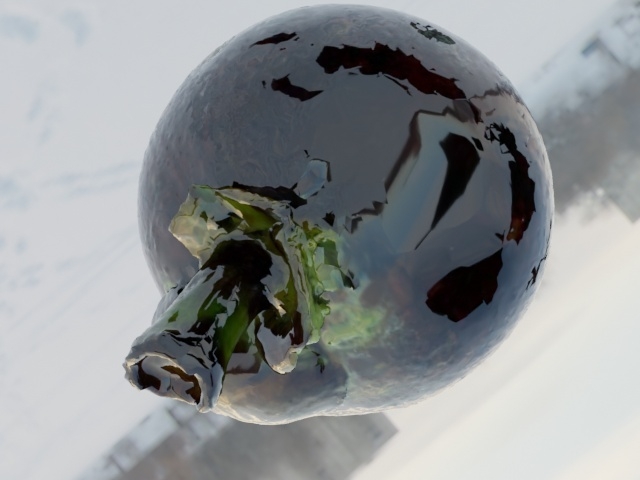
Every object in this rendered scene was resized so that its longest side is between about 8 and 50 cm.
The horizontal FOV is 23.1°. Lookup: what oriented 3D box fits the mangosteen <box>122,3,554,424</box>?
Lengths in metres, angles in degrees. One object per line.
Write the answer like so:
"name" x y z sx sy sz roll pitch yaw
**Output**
"mangosteen" 0.000 0.000 0.822 0.231 0.231 0.289 -42 -176 28
